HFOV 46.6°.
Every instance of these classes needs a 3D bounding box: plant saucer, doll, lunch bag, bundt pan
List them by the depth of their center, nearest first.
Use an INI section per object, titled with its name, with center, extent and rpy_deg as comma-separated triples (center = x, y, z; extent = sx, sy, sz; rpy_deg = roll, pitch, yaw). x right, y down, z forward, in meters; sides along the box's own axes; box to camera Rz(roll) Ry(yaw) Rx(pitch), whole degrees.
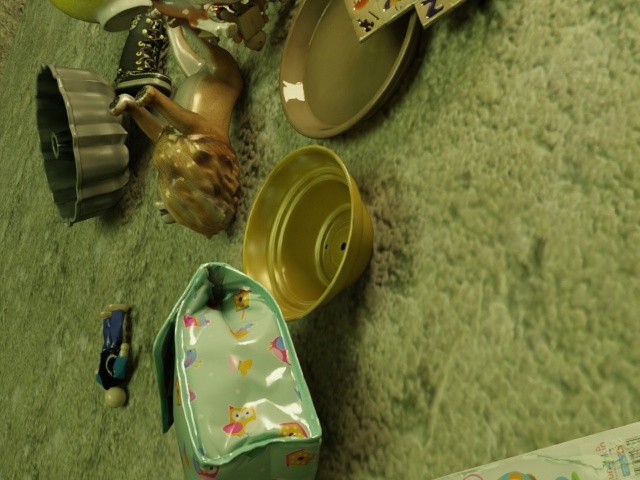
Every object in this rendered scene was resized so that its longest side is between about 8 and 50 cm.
[lunch bag]
center = -0.106, 0.183, 0.866
extent = 0.223, 0.160, 0.262
rpy_deg = 97, 155, -47
[plant saucer]
center = 0.041, -0.265, 0.995
extent = 0.278, 0.041, 0.277
rpy_deg = -23, 60, 47
[doll]
center = -0.377, 0.212, 1.360
extent = 0.129, 0.046, 0.189
rpy_deg = -35, 52, 42
[bundt pan]
center = -0.482, -0.199, 1.519
extent = 0.331, 0.124, 0.330
rpy_deg = 26, 121, 53

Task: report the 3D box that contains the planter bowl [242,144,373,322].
[planter bowl]
center = 0.000, 0.000, 0.911
extent = 0.217, 0.090, 0.217
rpy_deg = -22, 61, 46

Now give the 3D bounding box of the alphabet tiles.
[alphabet tiles]
center = 0.129, -0.340, 0.882
extent = 0.237, 0.009, 0.198
rpy_deg = -30, 54, 24

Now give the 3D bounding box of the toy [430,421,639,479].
[toy]
center = 0.189, 0.248, 0.611
extent = 0.237, 0.056, 0.136
rpy_deg = -32, 50, 36

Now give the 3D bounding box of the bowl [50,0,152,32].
[bowl]
center = -0.434, -0.532, 1.554
extent = 0.289, 0.289, 0.156
rpy_deg = -24, 90, 46

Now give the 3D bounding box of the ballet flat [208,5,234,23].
[ballet flat]
center = -0.201, -0.486, 1.353
extent = 0.091, 0.077, 0.240
rpy_deg = -41, 48, 38

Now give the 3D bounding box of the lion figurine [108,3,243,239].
[lion figurine]
center = -0.190, -0.214, 1.176
extent = 0.142, 0.240, 0.392
rpy_deg = -11, 53, 40

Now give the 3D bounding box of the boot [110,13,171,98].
[boot]
center = -0.349, -0.369, 1.493
extent = 0.236, 0.085, 0.178
rpy_deg = 9, 83, 56

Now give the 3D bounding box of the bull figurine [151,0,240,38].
[bull figurine]
center = -0.110, -0.411, 1.101
extent = 0.310, 0.101, 0.188
rpy_deg = -41, 51, -22

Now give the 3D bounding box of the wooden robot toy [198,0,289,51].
[wooden robot toy]
center = -0.109, -0.339, 1.169
extent = 0.173, 0.079, 0.076
rpy_deg = -41, 47, -17
